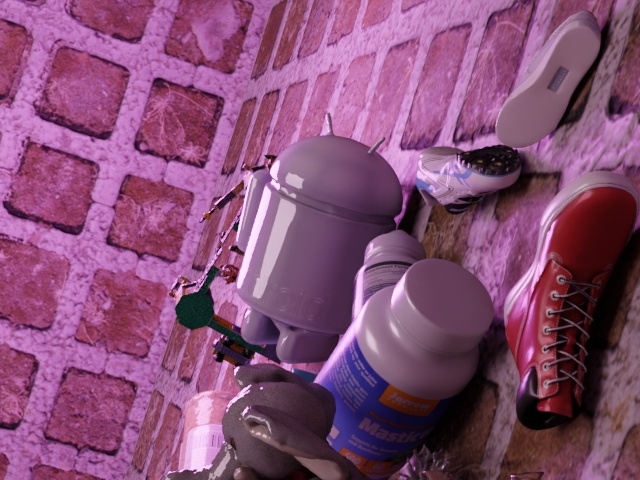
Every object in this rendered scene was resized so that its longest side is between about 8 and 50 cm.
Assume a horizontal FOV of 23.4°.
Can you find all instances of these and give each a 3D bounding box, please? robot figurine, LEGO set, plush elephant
[{"bbox_3d":[0.000,0.000,2.232,0.300,0.200,0.353,23,102,31],"label":"robot figurine"},{"bbox_3d":[-0.086,0.030,2.447,0.192,0.255,0.331,-112,44,-75],"label":"LEGO set"},{"bbox_3d":[-0.043,0.274,1.689,0.330,0.255,0.272,-43,2,1],"label":"plush elephant"}]

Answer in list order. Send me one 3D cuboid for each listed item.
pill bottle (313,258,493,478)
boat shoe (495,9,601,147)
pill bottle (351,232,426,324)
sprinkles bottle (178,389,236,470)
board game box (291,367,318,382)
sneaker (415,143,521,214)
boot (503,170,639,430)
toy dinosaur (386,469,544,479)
[{"bbox_3d":[0.093,0.148,1.806,0.152,0.152,0.272,-86,19,-44],"label":"pill bottle"},{"bbox_3d":[0.261,-0.187,1.770,0.063,0.066,0.184,-67,2,-54],"label":"boat shoe"},{"bbox_3d":[0.094,0.082,1.976,0.180,0.108,0.108,-85,19,-45],"label":"pill bottle"},{"bbox_3d":[-0.184,0.416,2.611,0.355,0.121,0.121,-89,21,-50],"label":"sprinkles bottle"},{"bbox_3d":[-0.043,0.380,2.195,0.336,0.079,0.254,-100,31,-61],"label":"board game box"},{"bbox_3d":[0.186,-0.074,1.906,0.237,0.085,0.086,-169,70,-73],"label":"sneaker"},{"bbox_3d":[0.245,0.067,1.472,0.176,0.088,0.244,-87,12,-46],"label":"boot"},{"bbox_3d":[0.134,0.329,1.498,0.296,0.127,0.200,-11,82,52],"label":"toy dinosaur"}]
